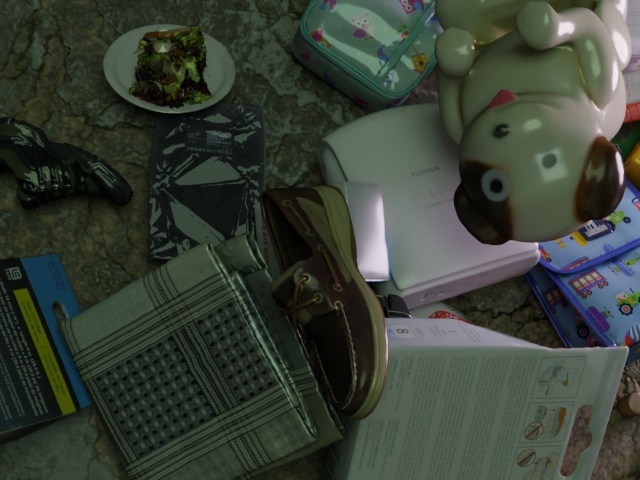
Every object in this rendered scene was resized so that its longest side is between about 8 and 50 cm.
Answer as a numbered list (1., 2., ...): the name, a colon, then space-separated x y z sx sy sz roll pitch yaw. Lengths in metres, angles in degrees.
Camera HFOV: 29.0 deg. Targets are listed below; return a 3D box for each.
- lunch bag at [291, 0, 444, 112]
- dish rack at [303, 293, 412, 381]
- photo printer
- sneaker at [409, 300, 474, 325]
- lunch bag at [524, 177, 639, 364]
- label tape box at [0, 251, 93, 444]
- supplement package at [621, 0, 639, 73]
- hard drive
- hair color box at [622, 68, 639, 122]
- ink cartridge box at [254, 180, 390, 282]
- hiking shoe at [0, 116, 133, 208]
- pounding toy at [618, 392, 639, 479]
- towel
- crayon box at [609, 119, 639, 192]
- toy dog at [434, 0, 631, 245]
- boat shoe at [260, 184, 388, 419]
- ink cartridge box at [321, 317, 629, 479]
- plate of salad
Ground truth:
1. lunch bag: 0.109 -0.351 1.938 0.224 0.108 0.279 35 71 2
2. dish rack: -0.017 0.149 1.724 0.271 0.208 0.074 6 40 -8
3. photo printer: 0.151 -0.063 1.836 0.256 0.107 0.308 -15 65 -18
4. sneaker: 0.221 0.152 1.789 0.270 0.145 0.090 41 71 4
5. lunch bag: 0.429 0.032 1.887 0.221 0.138 0.293 -25 66 -17
6. label tape box: -0.464 0.157 1.668 0.333 0.106 0.241 -8 70 -55
7. supplement package: 0.434 -0.399 1.991 0.133 0.139 0.244 -7 76 -10
8. hard drive: -0.169 -0.083 1.839 0.172 0.054 0.255 4 73 -8
9. hair color box: 0.480 -0.226 1.956 0.141 0.043 0.072 -12 50 16
10. ink cartridge box: 0.000 0.000 1.758 0.082 0.190 0.140 1 81 -46
11. hiking shoe: -0.385 -0.087 1.800 0.226 0.086 0.114 25 85 4
12. pounding toy: 0.543 0.291 1.829 0.206 0.094 0.181 34 71 1
13. towel: -0.165 0.183 1.655 0.324 0.056 0.312 -27 86 17
14. crayon box: 0.617 -0.125 1.972 0.323 0.083 0.203 35 71 2
15. toy dog: 0.295 -0.166 1.735 0.284 0.395 0.408 -6 36 19
16. boat shoe: -0.010 0.070 1.569 0.123 0.123 0.342 6 54 -27
17. ink cartridge box: 0.207 0.259 1.707 0.385 0.091 0.308 2 114 -21
18. plate of salad: -0.225 -0.268 1.860 0.199 0.048 0.200 6 49 -7
